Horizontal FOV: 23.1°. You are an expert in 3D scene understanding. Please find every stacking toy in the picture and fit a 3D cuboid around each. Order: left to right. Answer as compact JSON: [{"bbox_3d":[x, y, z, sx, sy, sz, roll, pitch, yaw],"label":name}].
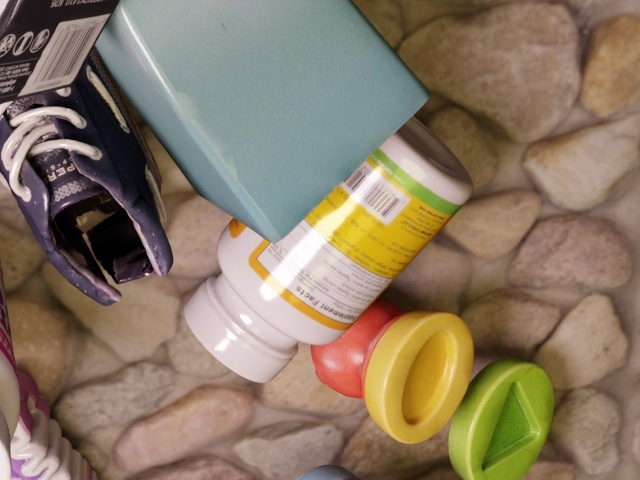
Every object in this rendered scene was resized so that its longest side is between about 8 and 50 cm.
[{"bbox_3d":[0.071,0.205,1.462,0.279,0.130,0.309,15,95,-50],"label":"stacking toy"}]

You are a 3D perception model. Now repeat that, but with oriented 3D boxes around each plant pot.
[{"bbox_3d":[-0.073,-0.153,1.169,0.165,0.166,0.234,-44,118,-8],"label":"plant pot"}]

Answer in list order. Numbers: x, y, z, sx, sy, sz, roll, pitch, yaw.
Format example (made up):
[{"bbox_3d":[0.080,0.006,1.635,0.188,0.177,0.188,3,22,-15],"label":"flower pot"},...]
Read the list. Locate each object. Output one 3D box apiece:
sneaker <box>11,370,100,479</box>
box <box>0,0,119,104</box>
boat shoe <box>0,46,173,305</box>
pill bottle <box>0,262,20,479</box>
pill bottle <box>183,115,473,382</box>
[{"bbox_3d":[-0.266,0.227,1.411,0.104,0.095,0.236,-23,120,6],"label":"sneaker"},{"bbox_3d":[-0.266,-0.221,1.006,0.270,0.165,0.143,37,110,9],"label":"box"},{"bbox_3d":[-0.212,-0.103,1.173,0.127,0.158,0.340,-32,125,4],"label":"boat shoe"},{"bbox_3d":[-0.314,0.095,1.191,0.160,0.283,0.160,-8,123,-12],"label":"pill bottle"},{"bbox_3d":[0.000,0.000,1.314,0.136,0.136,0.245,33,108,-30],"label":"pill bottle"}]
